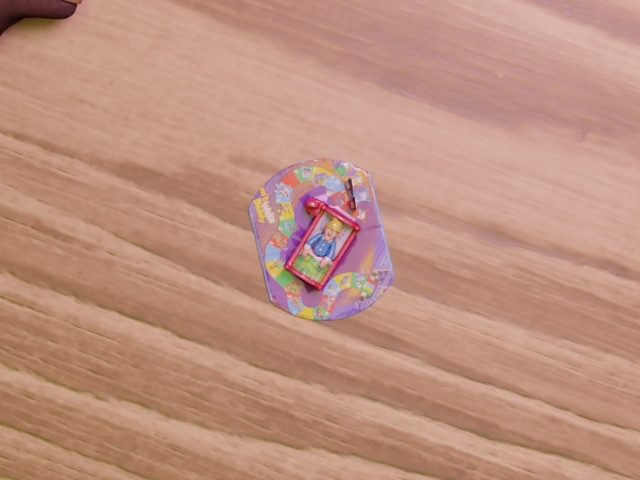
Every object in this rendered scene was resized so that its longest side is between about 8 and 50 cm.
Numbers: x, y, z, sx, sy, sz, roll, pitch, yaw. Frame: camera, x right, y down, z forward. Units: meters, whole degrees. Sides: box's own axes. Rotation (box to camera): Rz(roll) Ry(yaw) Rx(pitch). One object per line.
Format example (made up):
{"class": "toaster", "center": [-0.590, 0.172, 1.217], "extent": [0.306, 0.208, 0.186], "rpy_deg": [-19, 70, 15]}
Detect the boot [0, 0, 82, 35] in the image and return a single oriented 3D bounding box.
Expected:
{"class": "boot", "center": [-0.372, -0.184, 1.420], "extent": [0.248, 0.090, 0.207], "rpy_deg": [6, 103, 0]}

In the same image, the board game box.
{"class": "board game box", "center": [0.000, 0.000, 1.422], "extent": [0.133, 0.033, 0.169], "rpy_deg": [-13, 90, 2]}
